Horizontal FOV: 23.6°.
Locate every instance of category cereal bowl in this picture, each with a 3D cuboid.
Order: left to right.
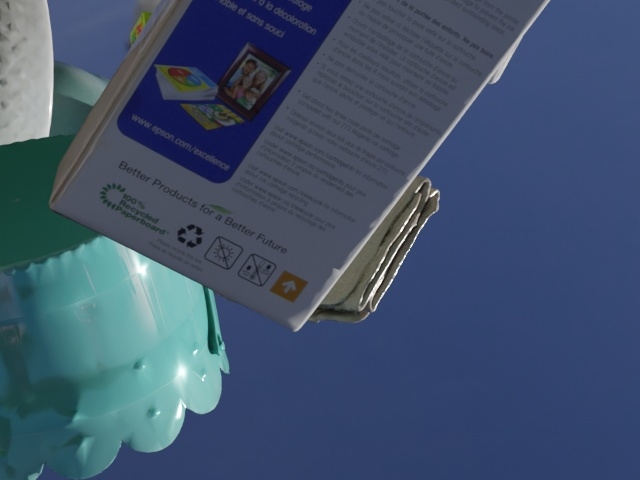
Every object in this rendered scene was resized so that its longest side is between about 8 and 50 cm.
[{"bbox_3d":[-0.383,-0.167,1.429,0.141,0.339,0.339,-5,-149,-34],"label":"cereal bowl"}]

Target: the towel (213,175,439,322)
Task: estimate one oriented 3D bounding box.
[{"bbox_3d":[0.000,0.000,1.748,0.282,0.049,0.187,10,-119,50],"label":"towel"}]

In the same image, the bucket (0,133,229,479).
[{"bbox_3d":[-0.220,0.045,1.206,0.281,0.183,0.281,-7,-154,3],"label":"bucket"}]

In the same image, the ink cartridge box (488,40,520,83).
[{"bbox_3d":[0.072,-0.297,1.466,0.226,0.131,0.306,19,-153,-17],"label":"ink cartridge box"}]

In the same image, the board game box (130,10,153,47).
[{"bbox_3d":[-0.117,-0.189,1.704,0.181,0.043,0.092,9,-126,-27],"label":"board game box"}]

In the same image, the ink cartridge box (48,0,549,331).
[{"bbox_3d":[0.010,-0.126,0.868,0.175,0.371,0.069,28,-152,-18],"label":"ink cartridge box"}]

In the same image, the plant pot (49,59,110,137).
[{"bbox_3d":[-0.376,-0.099,1.822,0.293,0.196,0.293,-9,-111,25],"label":"plant pot"}]
